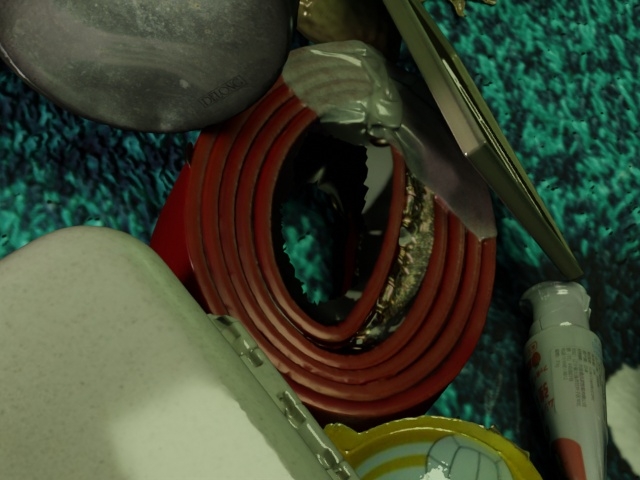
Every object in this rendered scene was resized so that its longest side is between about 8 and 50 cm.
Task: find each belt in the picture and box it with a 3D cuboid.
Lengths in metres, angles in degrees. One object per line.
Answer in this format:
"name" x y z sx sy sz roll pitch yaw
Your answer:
"belt" 0.000 0.000 1.053 0.227 0.115 0.323 17 52 -14

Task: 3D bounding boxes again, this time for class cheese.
"cheese" 0.092 0.213 0.946 0.270 0.069 0.177 38 91 -10

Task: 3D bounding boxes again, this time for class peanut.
"peanut" -0.003 -0.208 1.220 0.082 0.082 0.187 -29 71 -35

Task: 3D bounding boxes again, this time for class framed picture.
"framed picture" 0.104 -0.106 1.120 0.192 0.018 0.265 44 17 -47

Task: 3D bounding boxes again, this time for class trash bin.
"trash bin" -0.098 -0.247 1.035 0.252 0.203 0.301 40 39 -28

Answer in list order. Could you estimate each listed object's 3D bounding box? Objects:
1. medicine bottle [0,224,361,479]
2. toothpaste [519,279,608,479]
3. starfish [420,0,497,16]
"medicine bottle" -0.111 0.185 0.842 0.282 0.123 0.375 -35 75 -12
"toothpaste" 0.180 0.136 1.061 0.057 0.089 0.234 -9 52 6
"starfish" 0.107 -0.226 1.318 0.086 0.016 0.092 45 55 14
